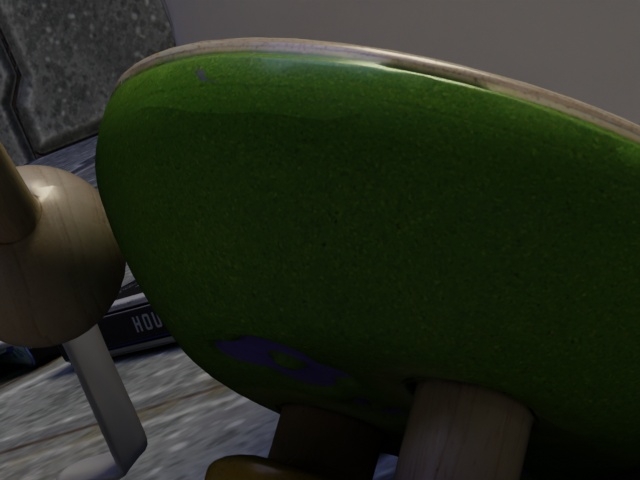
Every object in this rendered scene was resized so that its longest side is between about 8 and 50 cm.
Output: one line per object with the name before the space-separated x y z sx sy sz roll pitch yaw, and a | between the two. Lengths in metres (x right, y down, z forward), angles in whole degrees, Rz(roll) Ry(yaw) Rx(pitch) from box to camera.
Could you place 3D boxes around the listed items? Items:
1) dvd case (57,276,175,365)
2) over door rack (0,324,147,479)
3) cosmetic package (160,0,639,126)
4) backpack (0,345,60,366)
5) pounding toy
dvd case | 0.000 0.000 0.951 0.238 0.030 0.179 -14 12 43
over door rack | -0.244 0.074 0.550 0.324 0.108 0.239 -2 23 19
cosmetic package | 0.120 -0.124 0.737 0.161 0.230 0.453 -17 11 30
backpack | -0.186 0.015 1.051 0.084 0.114 0.105 -27 10 -24
pounding toy | -0.006 0.034 0.465 0.236 0.110 0.183 14 -17 10
